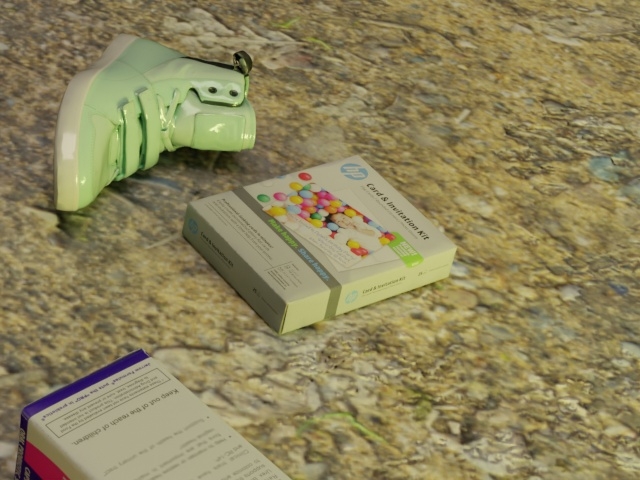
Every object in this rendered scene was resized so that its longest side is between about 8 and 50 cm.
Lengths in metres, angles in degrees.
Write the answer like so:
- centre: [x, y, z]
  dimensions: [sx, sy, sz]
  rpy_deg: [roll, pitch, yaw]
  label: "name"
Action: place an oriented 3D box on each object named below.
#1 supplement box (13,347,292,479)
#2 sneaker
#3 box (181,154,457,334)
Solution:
- centre: [-0.093, 0.191, 1.175]
  dimensions: [0.220, 0.111, 0.114]
  rpy_deg: [36, 42, 28]
  label: "supplement box"
- centre: [-0.137, -0.100, 1.549]
  dimensions: [0.151, 0.094, 0.256]
  rpy_deg: [12, 34, 7]
  label: "sneaker"
- centre: [0.000, 0.000, 1.517]
  dimensions: [0.186, 0.038, 0.145]
  rpy_deg: [-16, 46, -36]
  label: "box"
